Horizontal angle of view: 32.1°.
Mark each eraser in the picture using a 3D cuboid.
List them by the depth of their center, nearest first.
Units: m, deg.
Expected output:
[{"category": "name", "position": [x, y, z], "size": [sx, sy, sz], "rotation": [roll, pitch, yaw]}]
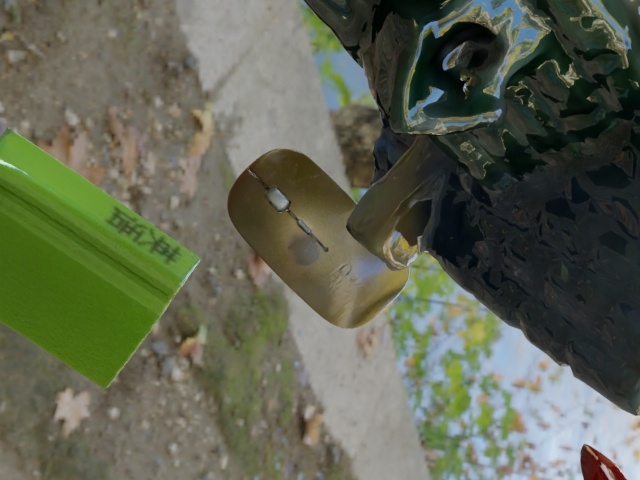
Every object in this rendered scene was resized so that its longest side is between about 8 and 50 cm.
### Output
[{"category": "eraser", "position": [-0.308, 0.022, 1.305], "size": [0.210, 0.274, 0.092], "rotation": [-50, -174, 31]}]

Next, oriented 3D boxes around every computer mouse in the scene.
[{"category": "computer mouse", "position": [0.001, 0.001, 1.057], "size": [0.102, 0.045, 0.199], "rotation": [-42, 110, 3]}]

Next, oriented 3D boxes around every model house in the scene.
[{"category": "model house", "position": [0.174, -0.126, 0.646], "size": [0.400, 0.395, 0.445], "rotation": [-42, 127, 2]}]

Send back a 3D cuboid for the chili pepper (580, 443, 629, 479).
[{"category": "chili pepper", "position": [0.308, 0.408, 1.189], "size": [0.092, 0.137, 0.368], "rotation": [28, 70, -34]}]
